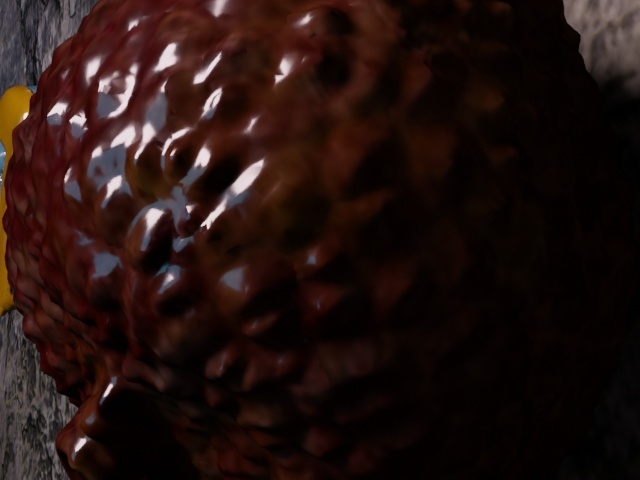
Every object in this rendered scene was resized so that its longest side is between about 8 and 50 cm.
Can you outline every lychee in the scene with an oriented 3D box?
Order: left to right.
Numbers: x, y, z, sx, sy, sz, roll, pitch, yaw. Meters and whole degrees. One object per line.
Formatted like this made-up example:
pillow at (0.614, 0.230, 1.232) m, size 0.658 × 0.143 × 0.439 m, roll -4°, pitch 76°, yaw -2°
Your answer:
lychee at (0.000, 0.000, 0.497) m, size 0.261 × 0.261 × 0.260 m, roll -20°, pitch 68°, yaw 62°

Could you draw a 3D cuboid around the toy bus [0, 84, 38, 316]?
toy bus at (-0.208, -0.030, 1.039) m, size 0.126 × 0.136 × 0.209 m, roll -144°, pitch 61°, yaw -61°
